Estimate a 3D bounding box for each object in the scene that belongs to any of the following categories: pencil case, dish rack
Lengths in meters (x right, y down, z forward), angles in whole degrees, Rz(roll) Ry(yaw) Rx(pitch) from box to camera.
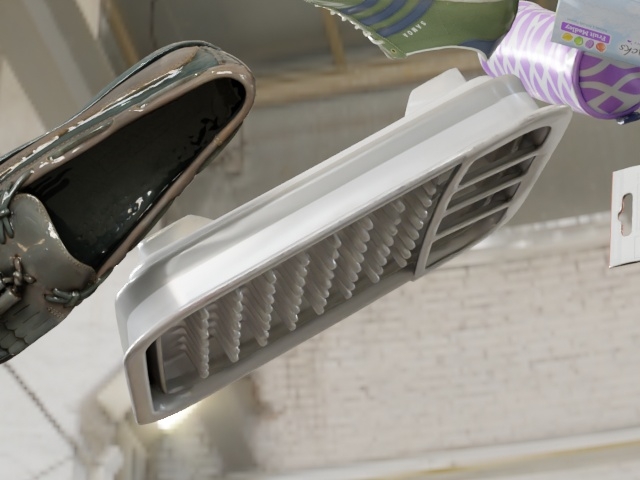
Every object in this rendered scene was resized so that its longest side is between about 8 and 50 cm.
[{"bbox_3d":[0.215,-0.163,1.449,0.088,0.206,0.086,-26,-67,-14],"label":"pencil case"},{"bbox_3d":[0.000,0.000,1.142,0.333,0.072,0.285,-30,-12,-12],"label":"dish rack"}]

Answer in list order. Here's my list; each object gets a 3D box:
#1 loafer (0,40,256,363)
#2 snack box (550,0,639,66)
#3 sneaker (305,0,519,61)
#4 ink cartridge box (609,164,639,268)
[{"bbox_3d":[-0.144,-0.019,0.962,0.267,0.084,0.096,-45,-72,-8],"label":"loafer"},{"bbox_3d":[0.301,-0.210,1.344,0.175,0.207,0.070,19,-51,16],"label":"snack box"},{"bbox_3d":[0.042,-0.161,1.148,0.192,0.064,0.086,4,-44,0],"label":"sneaker"},{"bbox_3d":[0.197,-0.014,0.790,0.115,0.062,0.029,-12,-41,28],"label":"ink cartridge box"}]
